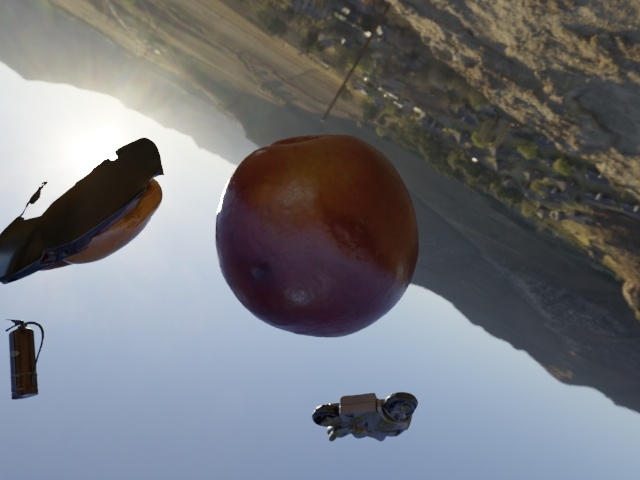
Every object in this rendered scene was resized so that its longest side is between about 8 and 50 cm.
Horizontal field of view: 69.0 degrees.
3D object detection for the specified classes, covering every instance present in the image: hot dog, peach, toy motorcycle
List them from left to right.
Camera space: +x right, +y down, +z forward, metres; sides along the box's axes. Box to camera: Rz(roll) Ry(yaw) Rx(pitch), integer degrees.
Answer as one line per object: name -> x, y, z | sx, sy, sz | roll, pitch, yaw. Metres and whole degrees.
hot dog -> -0.413, -0.041, 0.850 | 0.194, 0.326, 0.107 | 55, 170, 36
peach -> 0.000, 0.000, 0.515 | 0.200, 0.243, 0.243 | -2, 162, 43
toy motorcycle -> 0.104, 0.368, 0.963 | 0.152, 0.225, 0.073 | 56, -156, -38

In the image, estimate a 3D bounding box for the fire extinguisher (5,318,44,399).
fire extinguisher -> -0.563, 0.217, 0.892 | 0.045, 0.078, 0.157 | 70, -176, -71
